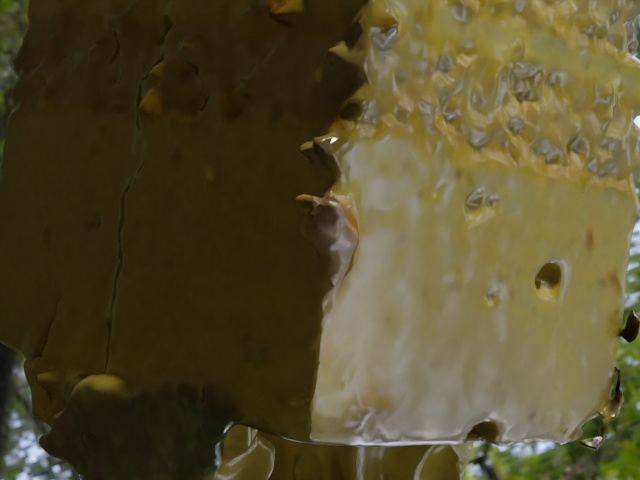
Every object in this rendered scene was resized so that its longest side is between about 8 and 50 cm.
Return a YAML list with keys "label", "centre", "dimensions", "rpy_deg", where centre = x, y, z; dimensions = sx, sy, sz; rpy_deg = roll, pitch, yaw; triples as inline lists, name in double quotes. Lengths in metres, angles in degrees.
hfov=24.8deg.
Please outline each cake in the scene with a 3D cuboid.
- label: "cake"
  centre: [0.000, 0.000, 0.645]
  dimensions: [0.222, 0.227, 0.286]
  rpy_deg: [5, -93, 45]
